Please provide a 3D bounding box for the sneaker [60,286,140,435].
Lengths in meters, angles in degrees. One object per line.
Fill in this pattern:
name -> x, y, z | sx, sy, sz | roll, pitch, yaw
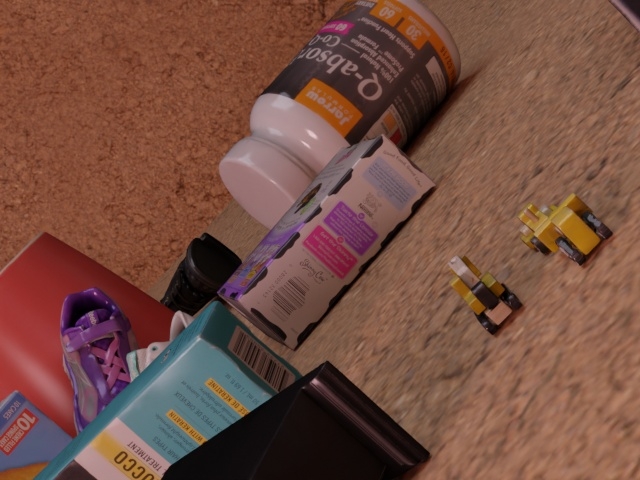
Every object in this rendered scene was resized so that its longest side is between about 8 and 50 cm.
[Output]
sneaker -> -0.219, 0.129, 1.166 | 0.095, 0.105, 0.236 | -16, 35, -18

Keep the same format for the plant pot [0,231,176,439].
plant pot -> -0.313, 0.139, 1.387 | 0.275, 0.243, 0.275 | -47, 8, 9

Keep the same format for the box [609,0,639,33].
box -> 0.305, -0.375, 0.791 | 0.395, 0.212, 0.293 | -44, 10, 25

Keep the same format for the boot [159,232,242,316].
boot -> -0.201, 0.107, 1.575 | 0.229, 0.091, 0.263 | -52, 4, 3

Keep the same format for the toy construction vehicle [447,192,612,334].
toy construction vehicle -> 0.109, 0.005, 0.626 | 0.086, 0.035, 0.098 | -46, 9, 9

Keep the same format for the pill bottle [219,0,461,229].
pill bottle -> 0.022, -0.142, 1.284 | 0.278, 0.162, 0.162 | -51, 9, -21

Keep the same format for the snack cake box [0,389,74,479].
snack cake box -> -0.308, 0.285, 1.010 | 0.264, 0.152, 0.089 | -53, 11, -30

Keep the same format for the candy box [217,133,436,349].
candy box -> 0.000, 0.000, 1.061 | 0.196, 0.070, 0.165 | -49, 8, -7

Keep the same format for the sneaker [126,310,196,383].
sneaker -> -0.151, 0.145, 1.065 | 0.080, 0.094, 0.212 | -40, 11, 32

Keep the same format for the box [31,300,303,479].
box -> -0.124, 0.163, 0.833 | 0.244, 0.100, 0.060 | -45, 10, 20

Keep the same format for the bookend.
bookend -> -0.044, 0.161, 0.549 | 0.157, 0.072, 0.156 | -39, 13, 41
